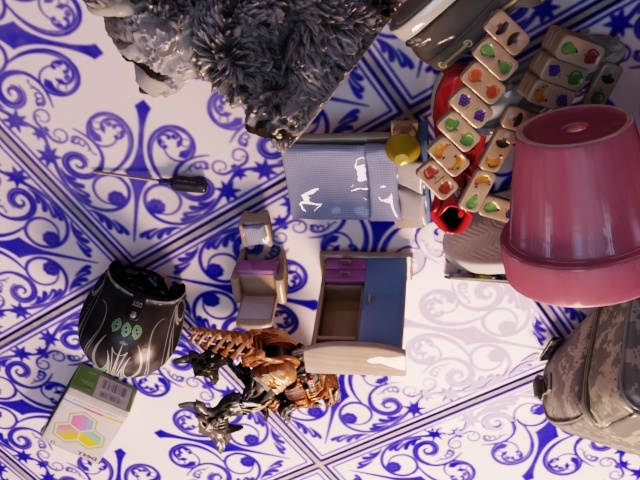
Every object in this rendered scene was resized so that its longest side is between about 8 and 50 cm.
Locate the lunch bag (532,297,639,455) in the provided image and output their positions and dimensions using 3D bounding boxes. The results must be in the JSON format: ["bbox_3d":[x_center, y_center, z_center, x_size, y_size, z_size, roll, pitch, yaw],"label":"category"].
[{"bbox_3d":[0.490,0.218,1.373,0.305,0.213,0.256,18,149,-7],"label":"lunch bag"}]

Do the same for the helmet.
[{"bbox_3d":[-0.285,0.127,1.442,0.169,0.169,0.161,20,108,-8],"label":"helmet"}]

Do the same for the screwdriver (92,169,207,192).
[{"bbox_3d":[-0.243,-0.084,1.363,0.170,0.024,0.025,3,97,7],"label":"screwdriver"}]

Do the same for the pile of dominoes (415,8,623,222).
[{"bbox_3d":[0.237,-0.131,1.135,0.196,0.040,0.251,13,117,-23],"label":"pile of dominoes"}]

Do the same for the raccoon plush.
[{"bbox_3d":[-0.056,-0.323,1.109,0.299,0.216,0.446,38,100,-6],"label":"raccoon plush"}]

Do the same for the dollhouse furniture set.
[{"bbox_3d":[0.000,0.000,1.263,0.286,0.198,0.303,1,131,8],"label":"dollhouse furniture set"}]

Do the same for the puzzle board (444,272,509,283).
[{"bbox_3d":[0.226,0.053,1.351,0.096,0.128,0.011,5,89,4],"label":"puzzle board"}]

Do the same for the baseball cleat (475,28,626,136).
[{"bbox_3d":[0.277,-0.187,1.188,0.206,0.072,0.109,-19,143,-3],"label":"baseball cleat"}]

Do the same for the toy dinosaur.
[{"bbox_3d":[-0.096,0.190,1.455,0.218,0.164,0.322,-25,123,20],"label":"toy dinosaur"}]

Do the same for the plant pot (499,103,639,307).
[{"bbox_3d":[0.298,-0.049,1.094,0.201,0.201,0.180,-8,115,13],"label":"plant pot"}]

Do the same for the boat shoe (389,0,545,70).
[{"bbox_3d":[0.220,-0.307,1.097,0.305,0.109,0.091,-33,117,32],"label":"boat shoe"}]

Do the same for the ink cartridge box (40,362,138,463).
[{"bbox_3d":[-0.405,0.313,1.638,0.109,0.062,0.209,27,124,-13],"label":"ink cartridge box"}]

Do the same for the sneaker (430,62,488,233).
[{"bbox_3d":[0.182,-0.106,1.228,0.087,0.128,0.221,-2,125,9],"label":"sneaker"}]

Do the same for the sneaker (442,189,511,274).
[{"bbox_3d":[0.346,0.005,1.297,0.350,0.131,0.148,-8,146,24],"label":"sneaker"}]
